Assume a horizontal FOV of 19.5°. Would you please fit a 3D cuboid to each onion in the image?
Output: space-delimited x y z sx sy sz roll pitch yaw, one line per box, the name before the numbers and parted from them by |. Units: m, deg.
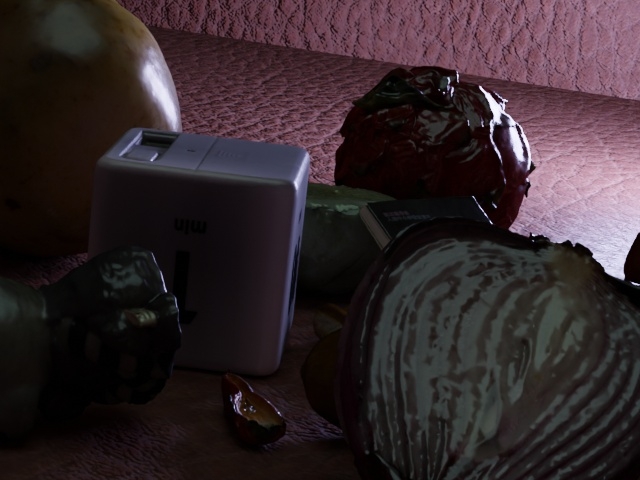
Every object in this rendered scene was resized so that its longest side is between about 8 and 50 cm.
onion | 0.113 0.154 1.447 0.267 0.159 0.348 31 53 7

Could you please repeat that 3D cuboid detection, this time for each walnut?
walnut | 0.085 0.125 1.620 0.207 0.115 0.116 6 14 1

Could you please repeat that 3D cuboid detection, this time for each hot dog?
hot dog | 0.046 0.099 1.839 0.071 0.045 0.165 3 14 -22

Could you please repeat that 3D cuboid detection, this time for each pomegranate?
pomegranate | -0.326 -0.145 2.087 0.342 0.342 0.342 6 14 -1

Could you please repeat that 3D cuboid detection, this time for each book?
book | 0.156 0.038 1.964 0.160 0.024 0.228 -4 46 -36

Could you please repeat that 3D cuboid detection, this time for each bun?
bun | 0.000 0.000 2.076 0.195 0.118 0.195 9 8 -1

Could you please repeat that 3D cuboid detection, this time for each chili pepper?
chili pepper | -0.067 0.146 1.633 0.045 0.027 0.178 6 13 -18

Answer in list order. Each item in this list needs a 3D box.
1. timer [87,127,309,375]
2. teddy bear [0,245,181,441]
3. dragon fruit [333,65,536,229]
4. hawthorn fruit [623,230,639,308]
timer | -0.120 0.007 1.826 0.194 0.195 0.192 6 13 2
teddy bear | -0.243 0.099 1.564 0.251 0.144 0.171 -11 -19 -7
dragon fruit | 0.143 -0.087 2.251 0.244 0.244 0.299 15 0 33
hawthorn fruit | 0.421 0.041 1.944 0.261 0.224 0.224 -19 17 -5
